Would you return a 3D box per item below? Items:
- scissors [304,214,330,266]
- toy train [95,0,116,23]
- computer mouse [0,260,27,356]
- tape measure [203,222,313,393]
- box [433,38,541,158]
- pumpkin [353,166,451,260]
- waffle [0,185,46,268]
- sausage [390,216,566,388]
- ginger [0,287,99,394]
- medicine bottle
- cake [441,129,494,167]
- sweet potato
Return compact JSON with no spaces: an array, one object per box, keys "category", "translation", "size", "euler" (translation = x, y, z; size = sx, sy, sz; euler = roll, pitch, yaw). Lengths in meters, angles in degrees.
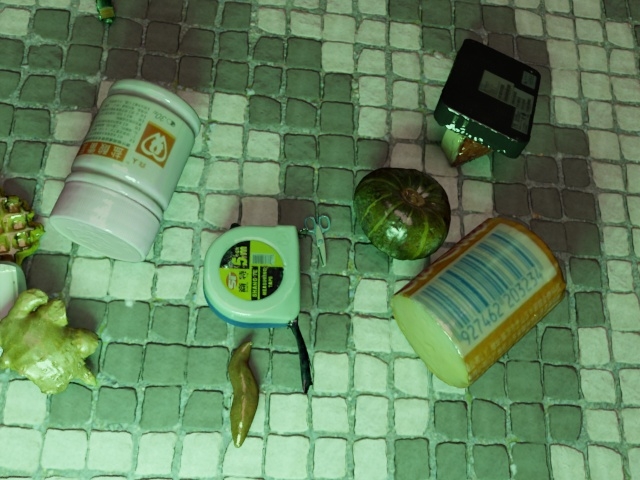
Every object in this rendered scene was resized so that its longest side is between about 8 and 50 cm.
[{"category":"scissors","translation":[0.000,0.000,1.420],"size":[0.058,0.014,0.119],"euler":[-6,69,-10]},{"category":"toy train","translation":[-0.496,-0.551,1.501],"size":[0.044,0.064,0.103],"euler":[-14,74,-12]},{"category":"computer mouse","translation":[-0.610,0.138,1.248],"size":[0.102,0.045,0.199],"euler":[-6,92,-21]},{"category":"tape measure","translation":[-0.126,0.134,1.302],"size":[0.215,0.098,0.352],"euler":[2,64,-10]},{"category":"box","translation":[0.386,-0.333,1.496],"size":[0.211,0.058,0.350],"euler":[26,45,-1]},{"category":"pumpkin","translation":[0.176,-0.050,1.398],"size":[0.218,0.162,0.219],"euler":[16,46,-17]},{"category":"waffle","translation":[-0.691,-0.004,1.298],"size":[0.243,0.059,0.238],"euler":[24,73,2]},{"category":"sausage","translation":[0.312,0.120,1.316],"size":[0.287,0.233,0.233],"euler":[-38,81,-18]},{"category":"ginger","translation":[-0.503,0.202,1.222],"size":[0.216,0.102,0.157],"euler":[45,64,-16]},{"category":"medicine bottle","translation":[-0.383,-0.139,1.307],"size":[0.202,0.202,0.316],"euler":[18,69,-2]},{"category":"cake","translation":[0.385,-0.262,1.513],"size":[0.220,0.117,0.086],"euler":[-24,68,-13]},{"category":"sweet potato","translation":[-0.149,0.298,1.278],"size":[0.055,0.058,0.202],"euler":[-17,64,29]}]
